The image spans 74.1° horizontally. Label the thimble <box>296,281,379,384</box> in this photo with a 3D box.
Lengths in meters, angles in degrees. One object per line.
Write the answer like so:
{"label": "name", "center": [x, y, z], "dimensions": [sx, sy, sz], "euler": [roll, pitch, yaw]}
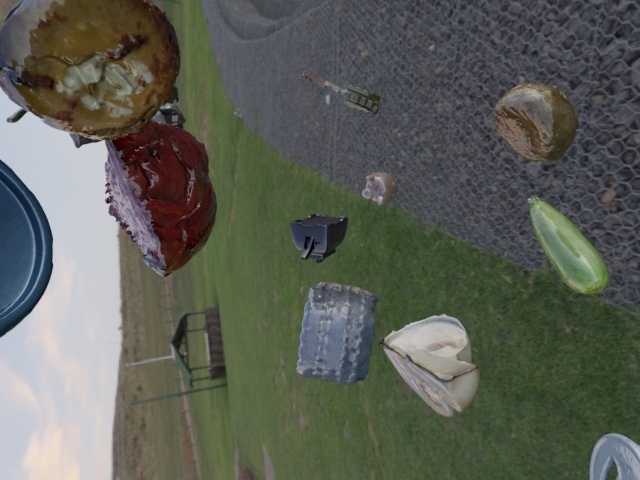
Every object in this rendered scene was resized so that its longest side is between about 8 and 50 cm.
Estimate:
{"label": "thimble", "center": [0.042, 0.219, 1.004], "dimensions": [0.205, 0.172, 0.236], "euler": [-77, -6, -74]}

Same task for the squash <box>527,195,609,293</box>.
{"label": "squash", "center": [0.704, 0.005, 1.239], "dimensions": [0.370, 0.118, 0.118], "euler": [-99, 15, -47]}

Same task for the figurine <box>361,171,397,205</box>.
{"label": "figurine", "center": [0.220, -0.190, 1.559], "dimensions": [0.125, 0.138, 0.125], "euler": [13, 114, 31]}

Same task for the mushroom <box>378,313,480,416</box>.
{"label": "mushroom", "center": [0.291, 0.290, 0.980], "dimensions": [0.173, 0.162, 0.236], "euler": [58, 164, -24]}

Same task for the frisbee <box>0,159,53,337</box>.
{"label": "frisbee", "center": [-0.447, -0.007, 0.463], "dimensions": [0.289, 0.049, 0.289], "euler": [48, -152, -36]}

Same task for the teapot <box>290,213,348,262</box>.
{"label": "teapot", "center": [0.000, 0.000, 0.911], "dimensions": [0.177, 0.087, 0.096], "euler": [-29, -57, -63]}

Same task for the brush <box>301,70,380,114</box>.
{"label": "brush", "center": [0.074, -0.542, 1.543], "dimensions": [0.071, 0.301, 0.084], "euler": [126, 160, -61]}

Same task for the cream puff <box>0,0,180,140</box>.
{"label": "cream puff", "center": [-0.327, -0.265, 0.593], "dimensions": [0.164, 0.240, 0.240], "euler": [55, 149, 30]}

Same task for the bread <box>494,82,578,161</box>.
{"label": "bread", "center": [0.572, -0.318, 1.123], "dimensions": [0.230, 0.123, 0.230], "euler": [50, 178, 2]}

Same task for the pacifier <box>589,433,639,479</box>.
{"label": "pacifier", "center": [0.389, 0.385, 0.555], "dimensions": [0.279, 0.207, 0.227], "euler": [-79, -16, -66]}

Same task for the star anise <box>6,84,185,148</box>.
{"label": "star anise", "center": [-0.477, -0.302, 0.996], "dimensions": [0.316, 0.359, 0.139], "euler": [32, 143, 15]}

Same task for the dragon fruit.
{"label": "dragon fruit", "center": [-0.348, -0.095, 0.852], "dimensions": [0.330, 0.240, 0.302], "euler": [86, 172, -64]}
